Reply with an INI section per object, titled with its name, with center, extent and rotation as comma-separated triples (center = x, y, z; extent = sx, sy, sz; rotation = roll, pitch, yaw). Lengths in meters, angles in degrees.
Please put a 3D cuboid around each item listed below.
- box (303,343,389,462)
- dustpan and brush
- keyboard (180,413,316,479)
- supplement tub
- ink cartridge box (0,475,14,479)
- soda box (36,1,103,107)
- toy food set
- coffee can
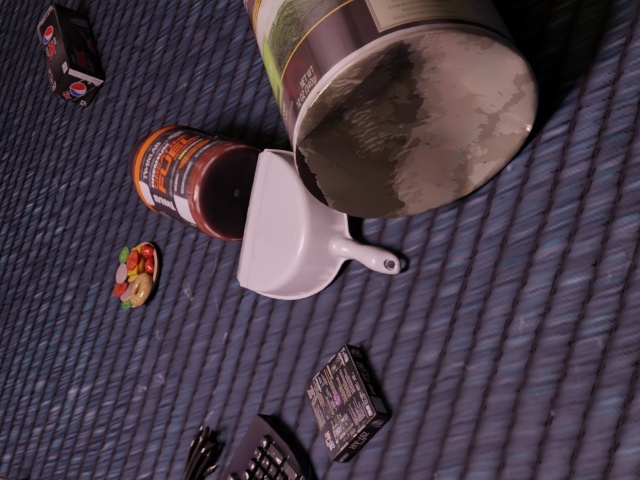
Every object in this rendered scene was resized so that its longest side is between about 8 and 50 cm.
[box]
center = 0.022, 0.144, 1.000
extent = 0.067, 0.018, 0.083
rotation = -51, 42, 25
[dustpan and brush]
center = 0.000, 0.000, 1.069
extent = 0.211, 0.060, 0.147
rotation = 24, 106, 59
[keyboard]
center = -0.120, 0.308, 1.102
extent = 0.201, 0.033, 0.317
rotation = 42, 108, 51
[supplement tub]
center = -0.135, -0.068, 1.217
extent = 0.198, 0.106, 0.106
rotation = 20, 91, 53
[ink cartridge box]
center = -0.395, 0.451, 1.288
extent = 0.176, 0.069, 0.371
rotation = -58, 26, 17
[soda box]
center = -0.362, -0.270, 1.625
extent = 0.053, 0.060, 0.169
rotation = -50, 43, 28
[toy food set]
center = -0.221, 0.042, 1.348
extent = 0.082, 0.020, 0.083
rotation = -12, 67, 49
[coffee can]
center = 0.043, -0.186, 0.961
extent = 0.201, 0.201, 0.275
rotation = -46, 44, 30
